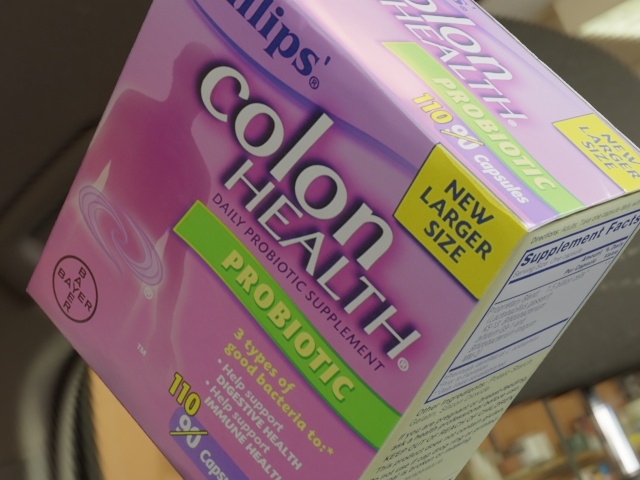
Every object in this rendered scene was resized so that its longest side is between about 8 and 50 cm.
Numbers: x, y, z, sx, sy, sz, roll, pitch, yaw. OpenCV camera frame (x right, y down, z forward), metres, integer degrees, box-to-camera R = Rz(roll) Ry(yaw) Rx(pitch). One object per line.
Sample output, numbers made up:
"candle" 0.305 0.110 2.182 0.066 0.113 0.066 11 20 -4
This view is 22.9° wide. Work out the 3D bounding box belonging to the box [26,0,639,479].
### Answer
"box" 0.000 0.000 0.744 0.117 0.213 0.243 -17 -34 -48
